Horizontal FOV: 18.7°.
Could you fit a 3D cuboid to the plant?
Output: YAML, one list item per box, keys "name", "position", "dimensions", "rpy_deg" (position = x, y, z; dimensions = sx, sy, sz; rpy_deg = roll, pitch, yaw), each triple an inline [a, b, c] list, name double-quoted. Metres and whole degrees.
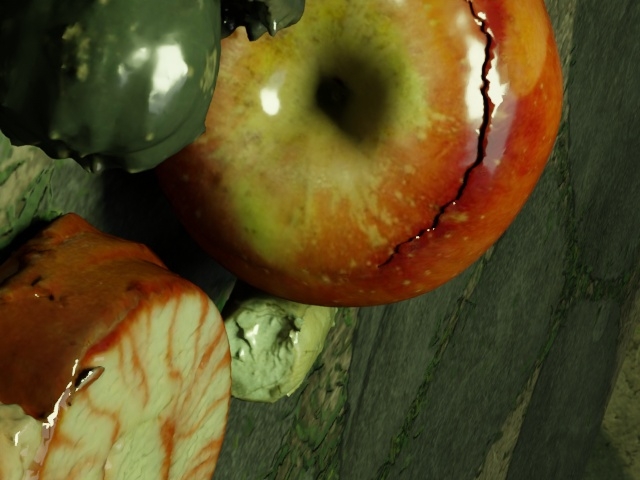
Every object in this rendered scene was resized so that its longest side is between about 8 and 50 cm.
- name: "plant"
  position: [-0.093, -0.158, 0.976]
  dimensions: [0.142, 0.164, 0.256]
  rpy_deg: [43, 59, -68]

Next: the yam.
- name: "yam"
  position: [0.000, 0.000, 1.394]
  dimensions: [0.371, 0.083, 0.083]
  rpy_deg: [-61, 163, -62]

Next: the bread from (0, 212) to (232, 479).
- name: "bread"
  position: [-0.172, 0.155, 1.136]
  dimensions: [0.327, 0.114, 0.295]
  rpy_deg: [-52, 154, -42]

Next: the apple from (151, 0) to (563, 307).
- name: "apple"
  position: [0.026, -0.092, 1.204]
  dimensions: [0.206, 0.251, 0.272]
  rpy_deg: [-17, 116, -71]
